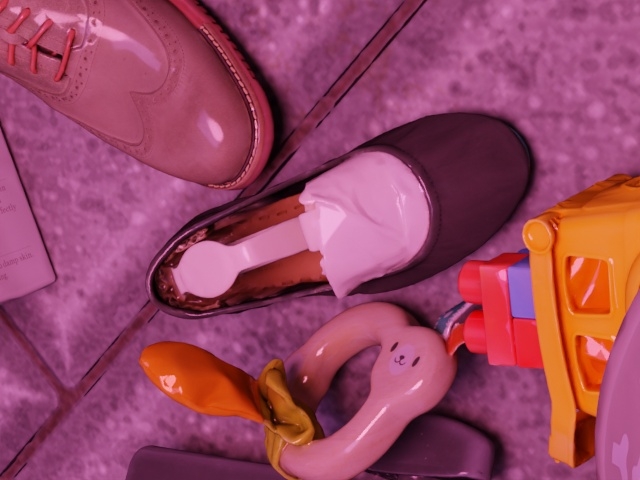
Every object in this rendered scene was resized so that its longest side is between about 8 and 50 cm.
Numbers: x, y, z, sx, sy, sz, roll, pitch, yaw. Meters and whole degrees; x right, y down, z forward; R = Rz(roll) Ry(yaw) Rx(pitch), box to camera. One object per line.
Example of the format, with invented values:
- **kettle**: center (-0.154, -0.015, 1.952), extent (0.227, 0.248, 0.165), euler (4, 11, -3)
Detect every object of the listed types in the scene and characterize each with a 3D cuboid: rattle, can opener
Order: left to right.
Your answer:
- **can opener**: center (-0.004, 0.164, 1.123), extent (0.280, 0.074, 0.093), euler (-2, 68, 32)
- **rattle**: center (0.015, 0.057, 1.019), extent (0.200, 0.130, 0.143), euler (-29, 111, 40)

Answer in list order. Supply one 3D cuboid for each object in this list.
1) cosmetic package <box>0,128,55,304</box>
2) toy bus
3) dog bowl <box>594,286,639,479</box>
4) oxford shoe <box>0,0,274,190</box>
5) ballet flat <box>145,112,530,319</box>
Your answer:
- **cosmetic package**: center (-0.368, -0.105, 1.190), extent (0.156, 0.217, 0.385), euler (-19, 91, 36)
- **toy bus**: center (0.181, 0.067, 0.911), extent (0.211, 0.149, 0.220), euler (-2, 104, 34)
- **dog bowl**: center (0.299, 0.111, 0.739), extent (0.349, 0.102, 0.348), euler (2, 110, 7)
- **oxford shoe**: center (-0.186, -0.134, 1.108), extent (0.348, 0.130, 0.123), euler (35, 120, 21)
- **ballet flat**: center (0.000, 0.000, 1.045), extent (0.280, 0.096, 0.095), euler (-22, 90, 36)
